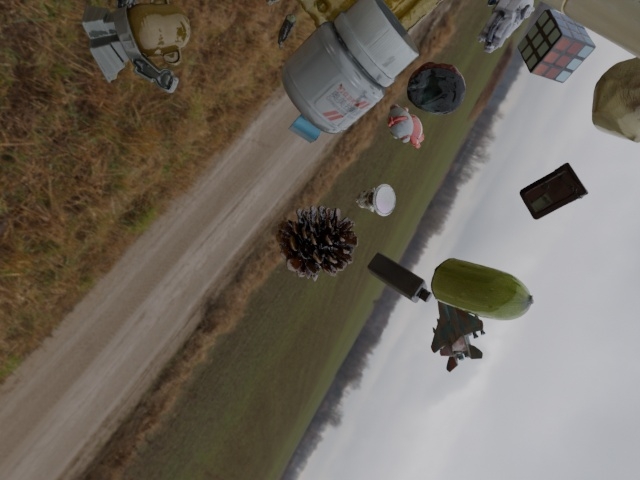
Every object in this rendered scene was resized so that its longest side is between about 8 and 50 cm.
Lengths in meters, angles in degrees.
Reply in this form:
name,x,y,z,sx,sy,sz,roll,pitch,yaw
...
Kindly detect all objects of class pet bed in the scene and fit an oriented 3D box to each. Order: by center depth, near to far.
name,x,y,z,sx,sy,sz,roll,pitch,yaw
pet bed,0.383,-0.501,1.495,0.201,0.201,0.054,100,4,-61

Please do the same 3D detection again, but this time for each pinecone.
name,x,y,z,sx,sy,sz,roll,pitch,yaw
pinecone,0.001,0.007,1.430,0.264,0.264,0.264,-58,169,-17

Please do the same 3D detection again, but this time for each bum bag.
name,x,y,z,sx,sy,sz,roll,pitch,yaw
bum bag,0.668,-0.138,1.303,0.159,0.109,0.026,-34,158,35

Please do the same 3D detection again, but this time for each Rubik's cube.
name,x,y,z,sx,sy,sz,roll,pitch,yaw
Rubik's cube,0.828,-0.683,1.592,0.163,0.160,0.162,121,-29,-50

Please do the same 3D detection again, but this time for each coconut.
name,x,y,z,sx,sy,sz,roll,pitch,yaw
coconut,0.814,-0.353,1.155,0.224,0.224,0.224,-58,169,-17

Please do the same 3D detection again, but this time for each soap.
name,x,y,z,sx,sy,sz,roll,pitch,yaw
soap,0.139,-0.689,1.268,0.335,0.293,0.156,-38,-159,29

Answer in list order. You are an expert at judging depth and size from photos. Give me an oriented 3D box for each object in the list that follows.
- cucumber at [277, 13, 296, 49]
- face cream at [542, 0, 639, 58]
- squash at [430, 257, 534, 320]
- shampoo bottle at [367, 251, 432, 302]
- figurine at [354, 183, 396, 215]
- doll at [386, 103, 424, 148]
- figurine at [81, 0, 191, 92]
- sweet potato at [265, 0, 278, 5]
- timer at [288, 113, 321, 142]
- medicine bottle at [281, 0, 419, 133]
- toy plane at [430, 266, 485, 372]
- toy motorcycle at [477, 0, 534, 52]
name,x,y,z,sx,sy,sz,roll,pitch,yaw
cucumber,-0.122,-0.719,1.561,0.039,0.043,0.163,-51,-167,-19
face cream,0.525,-0.380,0.760,0.173,0.348,0.081,-29,155,-28
squash,0.411,0.130,1.137,0.247,0.132,0.133,17,-106,58
shampoo bottle,0.287,0.140,1.615,0.079,0.246,0.080,-53,150,-7
figurine,0.218,-0.166,1.860,0.153,0.132,0.132,7,-121,52
doll,0.369,-0.502,1.983,0.105,0.200,0.336,-20,176,30
figurine,-0.523,-0.606,1.322,0.167,0.284,0.343,-107,-178,-59
sweet potato,-0.112,-0.921,1.498,0.286,0.112,0.085,-60,167,27
timer,0.002,-0.448,1.459,0.250,0.091,0.232,-59,-169,3
medicine bottle,0.075,-0.458,1.179,0.306,0.245,0.245,-36,-177,29
toy plane,0.408,0.227,1.401,0.223,0.104,0.327,-47,-146,46
toy motorcycle,0.551,-0.654,1.313,0.260,0.110,0.171,-55,160,-8
